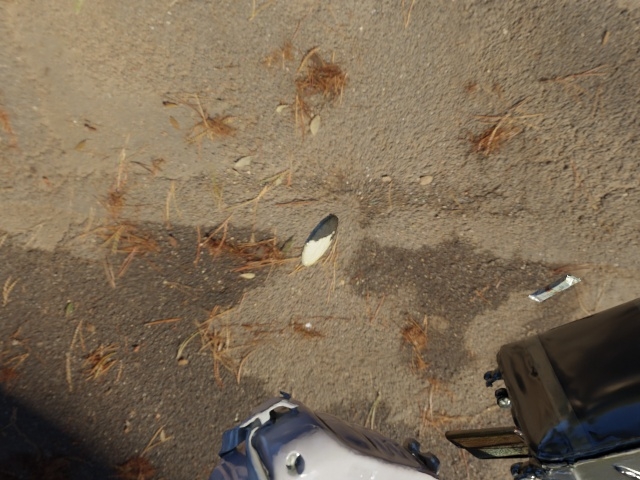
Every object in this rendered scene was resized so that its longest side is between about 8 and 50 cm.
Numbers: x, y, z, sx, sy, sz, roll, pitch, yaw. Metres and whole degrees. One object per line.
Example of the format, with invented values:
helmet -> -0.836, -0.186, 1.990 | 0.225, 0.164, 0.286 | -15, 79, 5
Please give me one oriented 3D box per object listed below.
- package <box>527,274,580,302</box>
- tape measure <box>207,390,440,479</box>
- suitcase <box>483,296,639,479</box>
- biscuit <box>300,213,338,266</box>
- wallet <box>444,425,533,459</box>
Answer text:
package -> 0.505, 0.104, 0.931 | 0.037, 0.015, 0.110 | 24, 137, -16
tape measure -> -0.015, 0.257, 0.402 | 0.236, 0.120, 0.197 | 34, 80, -30
suitcase -> 0.510, 0.249, 0.719 | 0.434, 0.283, 0.194 | -26, 112, 20
biscuit -> 0.000, 0.000, 1.067 | 0.020, 0.152, 0.152 | 34, 96, 19
wallet -> 0.424, 0.488, 1.024 | 0.133, 0.243, 0.039 | 31, 55, -8
